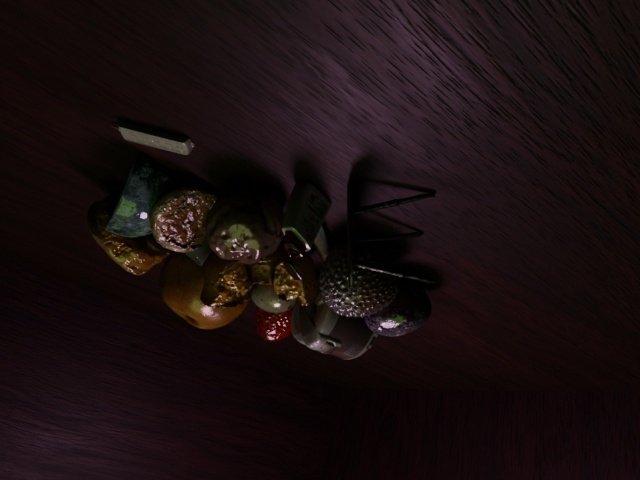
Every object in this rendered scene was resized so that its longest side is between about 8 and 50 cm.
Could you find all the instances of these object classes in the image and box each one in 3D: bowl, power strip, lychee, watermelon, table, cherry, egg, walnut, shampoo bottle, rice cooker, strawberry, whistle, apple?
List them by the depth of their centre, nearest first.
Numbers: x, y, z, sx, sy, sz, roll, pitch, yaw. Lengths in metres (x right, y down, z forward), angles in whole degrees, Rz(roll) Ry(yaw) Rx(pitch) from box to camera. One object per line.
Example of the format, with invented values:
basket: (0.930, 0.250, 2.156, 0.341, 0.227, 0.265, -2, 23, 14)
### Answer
power strip: (-0.496, -0.303, 1.384, 0.252, 0.027, 0.060, 14, 154, 1)
table: (0.204, -0.022, 1.388, 0.248, 0.318, 0.317, -1, 153, 2)
shampoo bottle: (-0.056, -0.028, 1.413, 0.071, 0.284, 0.153, -4, 147, 37)
walnut: (-0.239, -0.043, 1.539, 0.227, 0.273, 0.273, 44, 156, 11)
watermelon: (-0.584, -0.162, 1.632, 0.289, 0.213, 0.320, -5, 127, -41)
lychee: (0.136, 0.144, 1.669, 0.299, 0.300, 0.300, 12, 154, 6)
whistle: (0.000, -0.001, 1.693, 0.067, 0.057, 0.326, 4, 152, 17)
bowl: (-0.491, -0.015, 1.813, 0.211, 0.112, 0.211, 38, 160, 17)
cherry: (0.305, 0.257, 1.836, 0.296, 0.218, 0.255, -29, 172, 22)
rice cooker: (0.049, 0.325, 2.005, 0.325, 0.336, 0.335, 27, 151, -28)
egg: (-0.200, 0.223, 2.018, 0.228, 0.177, 0.177, -13, 143, 31)
apple: (-0.500, 0.203, 2.041, 0.399, 0.334, 0.400, 10, 153, 5)
strawberry: (-0.187, 0.336, 2.195, 0.238, 0.289, 0.250, 16, 147, 8)

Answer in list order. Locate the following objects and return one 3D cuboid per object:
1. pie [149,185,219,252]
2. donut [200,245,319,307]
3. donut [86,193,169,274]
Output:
pie: (-0.454, -0.070, 1.613, 0.055, 0.274, 0.274, 49, 177, 38)
donut: (-0.228, 0.114, 1.754, 0.434, 0.164, 0.377, -2, -166, -15)
donut: (-0.705, -0.028, 1.772, 0.159, 0.330, 0.330, -24, 141, 14)
